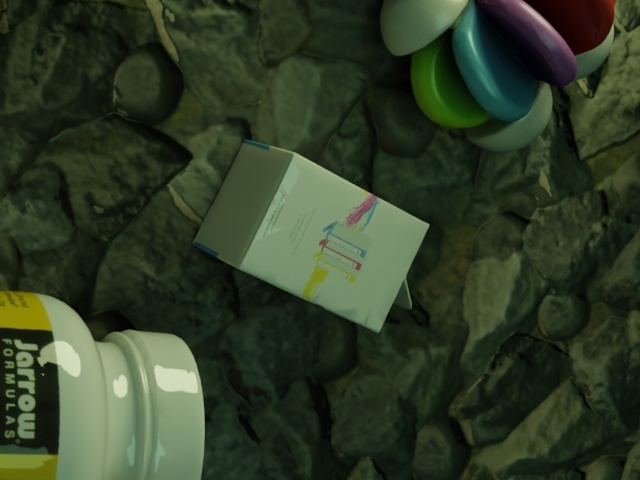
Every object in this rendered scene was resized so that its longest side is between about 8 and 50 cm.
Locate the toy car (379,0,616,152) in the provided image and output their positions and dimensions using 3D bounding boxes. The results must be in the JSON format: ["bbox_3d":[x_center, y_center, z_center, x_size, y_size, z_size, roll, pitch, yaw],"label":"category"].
[{"bbox_3d":[0.149,-0.157,1.029,0.182,0.136,0.159,-48,116,-10],"label":"toy car"}]

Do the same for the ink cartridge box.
[{"bbox_3d":[0.000,0.000,1.015,0.143,0.092,0.089,26,88,-28],"label":"ink cartridge box"}]

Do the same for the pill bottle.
[{"bbox_3d":[-0.251,0.120,0.866,0.334,0.188,0.187,4,98,-26],"label":"pill bottle"}]
